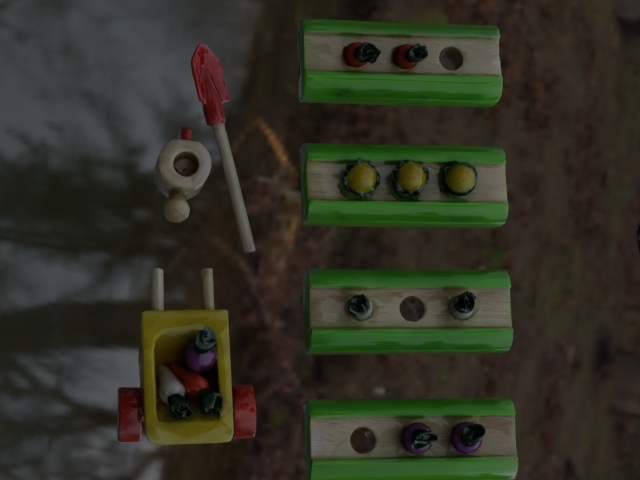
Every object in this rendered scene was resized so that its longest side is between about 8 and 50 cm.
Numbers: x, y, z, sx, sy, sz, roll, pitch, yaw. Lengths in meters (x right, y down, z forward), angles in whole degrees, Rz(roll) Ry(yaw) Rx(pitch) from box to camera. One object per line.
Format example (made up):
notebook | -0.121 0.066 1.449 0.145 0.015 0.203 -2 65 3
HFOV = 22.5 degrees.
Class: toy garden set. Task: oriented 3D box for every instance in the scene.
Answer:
toy garden set | 0.000 0.000 0.819 0.049 0.204 0.244 132 -43 -75

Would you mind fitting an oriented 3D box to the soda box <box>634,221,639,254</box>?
soda box | 0.190 0.018 0.522 0.060 0.169 0.053 -62 176 -75
